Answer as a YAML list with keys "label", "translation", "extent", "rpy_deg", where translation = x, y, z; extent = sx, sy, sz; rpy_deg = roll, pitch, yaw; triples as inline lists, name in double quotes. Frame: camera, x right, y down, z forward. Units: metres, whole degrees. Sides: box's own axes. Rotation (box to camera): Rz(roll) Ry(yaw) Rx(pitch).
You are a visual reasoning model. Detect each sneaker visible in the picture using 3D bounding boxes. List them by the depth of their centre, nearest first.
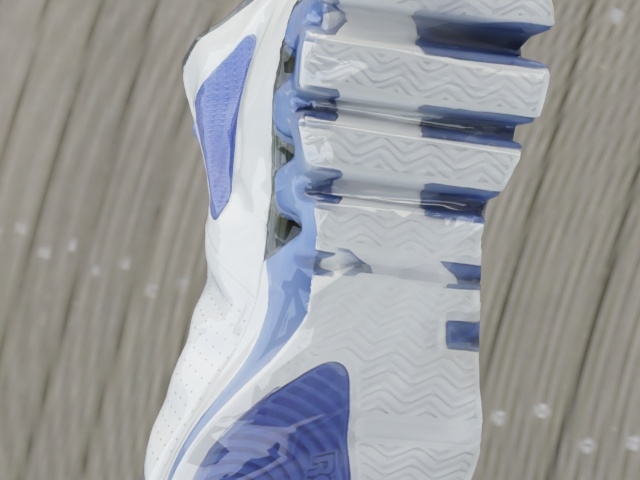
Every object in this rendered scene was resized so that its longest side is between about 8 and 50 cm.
- label: "sneaker"
  translation: [0.000, -0.001, 0.801]
  extent: [0.182, 0.127, 0.315]
  rpy_deg: [-128, 52, -67]
